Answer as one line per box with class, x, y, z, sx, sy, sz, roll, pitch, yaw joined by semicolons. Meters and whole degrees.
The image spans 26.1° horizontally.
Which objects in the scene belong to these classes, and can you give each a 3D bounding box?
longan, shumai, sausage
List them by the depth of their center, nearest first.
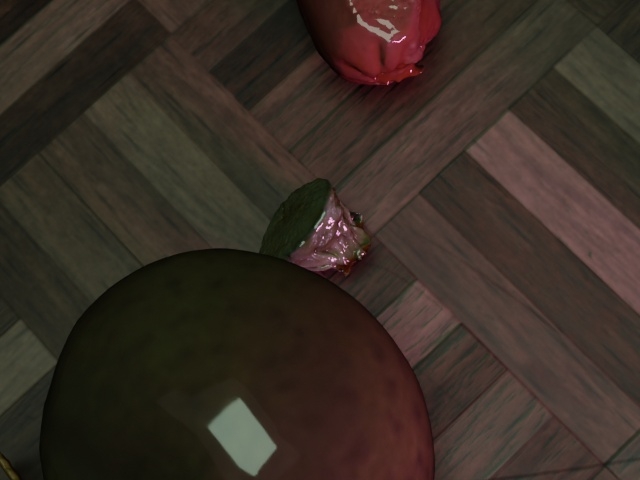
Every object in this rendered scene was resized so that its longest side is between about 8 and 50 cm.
longan;-0.074;0.185;1.259;0.360;0.361;0.361;-2;73;7
shumai;0.000;-0.001;1.429;0.087;0.123;0.099;30;53;-24
sausage;0.039;-0.293;1.468;0.152;0.152;0.280;-18;72;2

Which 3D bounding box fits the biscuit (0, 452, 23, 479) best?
biscuit;-0.250;0.271;1.297;0.013;0.232;0.237;-38;73;-15
